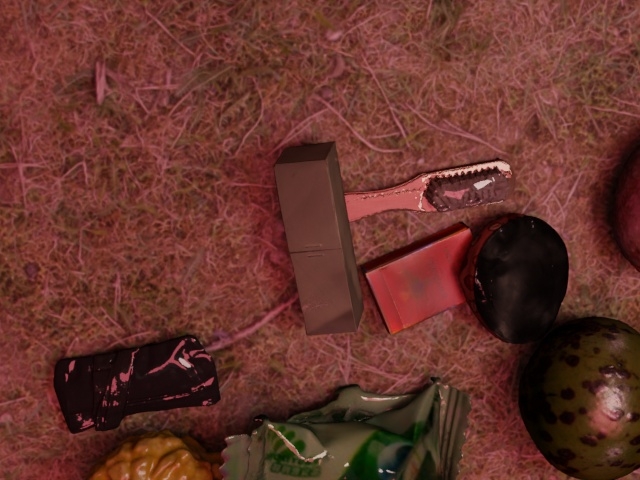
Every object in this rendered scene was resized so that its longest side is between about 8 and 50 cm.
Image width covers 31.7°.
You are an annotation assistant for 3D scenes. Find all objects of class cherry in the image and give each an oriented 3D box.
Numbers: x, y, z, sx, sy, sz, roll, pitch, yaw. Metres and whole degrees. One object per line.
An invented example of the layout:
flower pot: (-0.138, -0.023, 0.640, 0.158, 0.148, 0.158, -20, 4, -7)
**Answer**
cherry: (0.525, -0.060, 1.666, 0.192, 0.175, 0.250, -4, 101, -14)

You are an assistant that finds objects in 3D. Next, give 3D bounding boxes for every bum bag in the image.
bum bag: (-0.278, 0.215, 1.706, 0.248, 0.060, 0.123, -12, 101, -1)

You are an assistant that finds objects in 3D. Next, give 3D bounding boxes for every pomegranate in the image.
pomegranate: (0.445, 0.255, 1.674, 0.306, 0.242, 0.242, 28, 99, 18)

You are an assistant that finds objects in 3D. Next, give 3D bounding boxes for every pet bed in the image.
pet bed: (0.296, 0.055, 1.699, 0.201, 0.053, 0.201, -4, 98, -31)

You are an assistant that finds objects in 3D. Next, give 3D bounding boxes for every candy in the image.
candy: (0.025, 0.360, 1.680, 0.397, 0.172, 0.263, -8, 105, -29)

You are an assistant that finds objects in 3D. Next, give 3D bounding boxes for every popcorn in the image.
popcorn: (-0.245, 0.381, 1.676, 0.235, 0.217, 0.181, -24, 71, -26)

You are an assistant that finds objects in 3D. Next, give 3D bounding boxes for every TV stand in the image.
TV stand: (0.000, 0.000, 1.647, 0.082, 0.088, 0.270, -7, 110, 12)

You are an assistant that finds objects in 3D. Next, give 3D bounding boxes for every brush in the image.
brush: (0.136, -0.063, 1.687, 0.327, 0.065, 0.070, -9, 103, -2)

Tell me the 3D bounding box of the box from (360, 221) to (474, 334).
box: (0.162, 0.058, 1.719, 0.175, 0.048, 0.112, -23, 105, -2)
